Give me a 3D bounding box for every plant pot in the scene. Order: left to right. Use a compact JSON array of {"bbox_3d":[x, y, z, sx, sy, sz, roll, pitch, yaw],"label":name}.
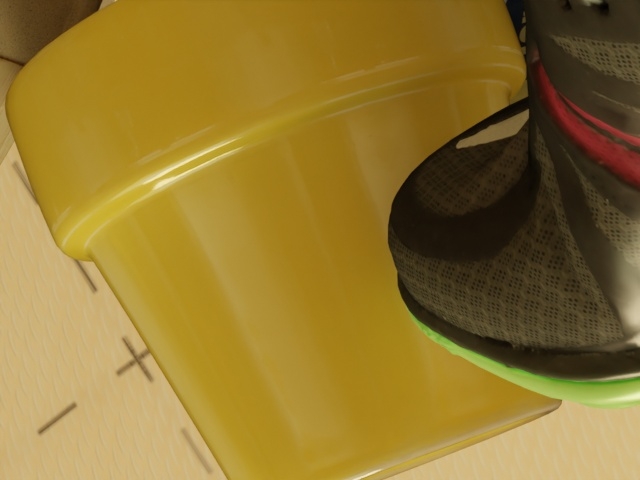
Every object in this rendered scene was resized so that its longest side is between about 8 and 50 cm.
[{"bbox_3d":[0.000,0.000,0.965,0.254,0.239,0.254,-20,171,-3],"label":"plant pot"}]

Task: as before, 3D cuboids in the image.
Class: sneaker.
[{"bbox_3d":[0.148,-0.082,0.663,0.202,0.185,0.483,41,151,-9],"label":"sneaker"}]

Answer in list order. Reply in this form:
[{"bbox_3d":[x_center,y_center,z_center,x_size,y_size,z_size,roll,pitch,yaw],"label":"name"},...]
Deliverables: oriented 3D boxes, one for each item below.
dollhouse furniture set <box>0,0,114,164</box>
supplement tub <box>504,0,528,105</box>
[{"bbox_3d":[-0.227,-0.159,1.087,0.262,0.135,0.259,17,-156,-40],"label":"dollhouse furniture set"},{"bbox_3d":[0.223,-0.072,1.089,0.325,0.235,0.235,-16,163,40],"label":"supplement tub"}]
